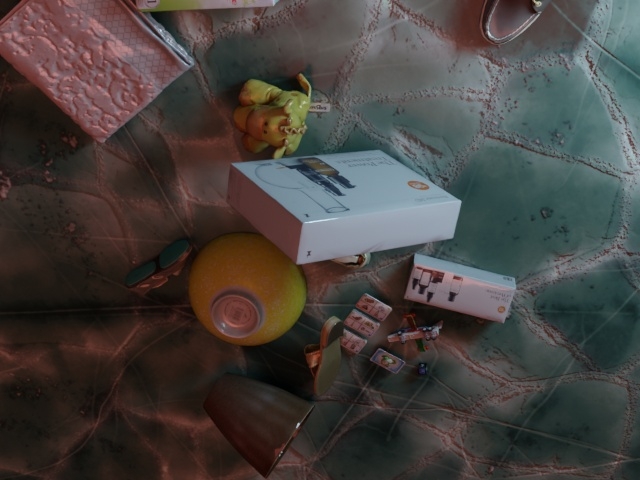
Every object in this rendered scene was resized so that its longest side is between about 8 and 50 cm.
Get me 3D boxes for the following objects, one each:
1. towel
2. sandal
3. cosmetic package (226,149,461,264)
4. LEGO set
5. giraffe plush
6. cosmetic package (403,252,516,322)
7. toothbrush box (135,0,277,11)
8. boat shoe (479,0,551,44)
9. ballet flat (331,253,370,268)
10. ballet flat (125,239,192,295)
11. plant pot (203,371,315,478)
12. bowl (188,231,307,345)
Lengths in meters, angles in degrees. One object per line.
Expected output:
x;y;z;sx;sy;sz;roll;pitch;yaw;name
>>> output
-0.485;-0.399;1.839;0.317;0.053;0.332;-32;118;25;towel
-0.001;0.267;2.126;0.079;0.088;0.240;33;133;30;sandal
0.044;-0.078;1.738;0.377;0.284;0.097;-9;123;-33;cosmetic package
0.175;0.229;2.104;0.244;0.060;0.182;29;128;-5;LEGO set
-0.092;-0.246;1.835;0.210;0.170;0.181;-12;112;13;giraffe plush
0.320;0.111;2.007;0.239;0.060;0.098;13;117;2;cosmetic package
-0.228;-0.572;1.730;0.283;0.122;0.206;0;114;6;toothbrush box
0.423;-0.513;1.680;0.117;0.096;0.324;35;115;-9;boat shoe
0.000;0.000;1.988;0.248;0.086;0.086;24;116;-3;ballet flat
-0.374;0.066;2.088;0.213;0.072;0.068;-30;135;20;ballet flat
-0.168;0.434;2.164;0.230;0.215;0.215;34;116;9;plant pot
-0.185;0.142;2.039;0.290;0.156;0.289;3;116;7;bowl
